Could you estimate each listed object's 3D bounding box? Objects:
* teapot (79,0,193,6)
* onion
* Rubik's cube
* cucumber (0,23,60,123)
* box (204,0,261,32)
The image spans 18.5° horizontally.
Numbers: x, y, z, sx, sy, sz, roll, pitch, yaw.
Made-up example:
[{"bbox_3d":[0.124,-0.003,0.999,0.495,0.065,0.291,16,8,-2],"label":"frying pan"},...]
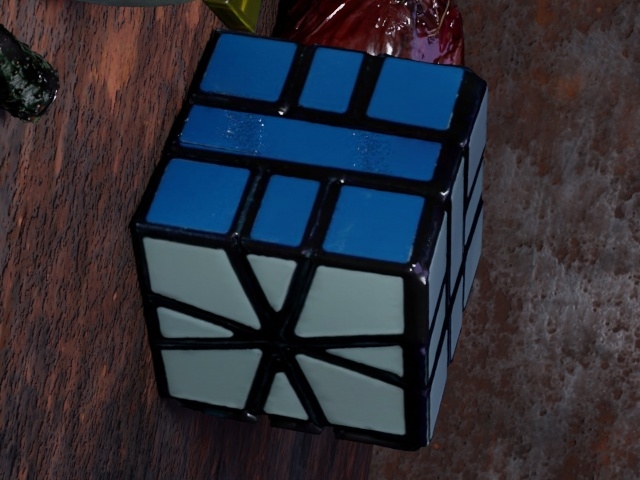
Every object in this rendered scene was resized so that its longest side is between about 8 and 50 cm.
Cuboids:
[{"bbox_3d":[-0.133,-0.259,1.402,0.239,0.162,0.149,21,65,-56],"label":"teapot"},{"bbox_3d":[0.061,-0.210,2.219,0.281,0.221,0.281,-60,172,-14],"label":"onion"},{"bbox_3d":[0.000,0.000,1.924,0.293,0.288,0.283,88,15,-52],"label":"Rubik's cube"},{"bbox_3d":[-0.222,-0.122,1.326,0.181,0.053,0.053,44,56,-73],"label":"cucumber"},{"bbox_3d":[-0.072,-0.313,1.943,0.121,0.030,0.193,35,65,-77],"label":"box"}]
